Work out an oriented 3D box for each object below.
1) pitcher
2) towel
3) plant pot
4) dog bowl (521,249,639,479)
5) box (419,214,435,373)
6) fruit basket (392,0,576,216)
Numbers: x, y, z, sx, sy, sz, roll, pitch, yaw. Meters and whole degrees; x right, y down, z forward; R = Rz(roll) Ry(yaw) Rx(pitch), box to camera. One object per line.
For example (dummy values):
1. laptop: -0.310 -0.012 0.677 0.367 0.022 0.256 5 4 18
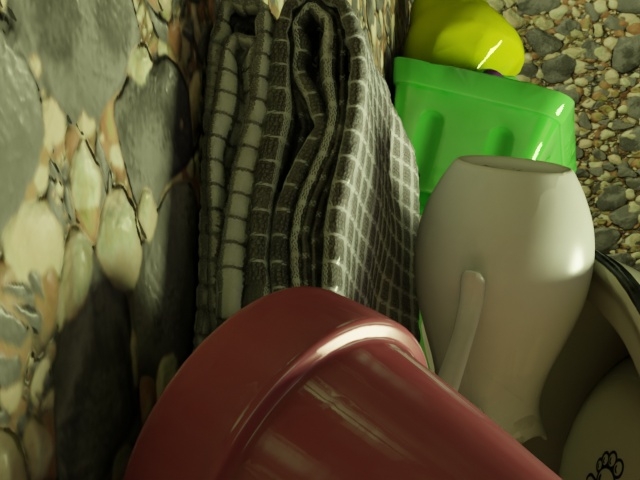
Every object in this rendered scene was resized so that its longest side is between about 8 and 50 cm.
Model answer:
1. pitcher: 0.117 0.050 0.852 0.178 0.125 0.207 -20 117 -66
2. towel: 0.000 0.000 0.854 0.235 0.121 0.283 57 33 -67
3. plant pot: 0.028 0.146 0.627 0.201 0.180 0.201 -31 133 -40
4. dog bowl: 0.236 0.213 0.935 0.408 0.150 0.408 -174 -90 -78
5. box: 0.182 0.128 1.371 0.231 0.127 0.262 54 10 -47
6. fruit basket: 0.230 -0.196 1.743 0.392 0.283 0.392 16 90 -75
